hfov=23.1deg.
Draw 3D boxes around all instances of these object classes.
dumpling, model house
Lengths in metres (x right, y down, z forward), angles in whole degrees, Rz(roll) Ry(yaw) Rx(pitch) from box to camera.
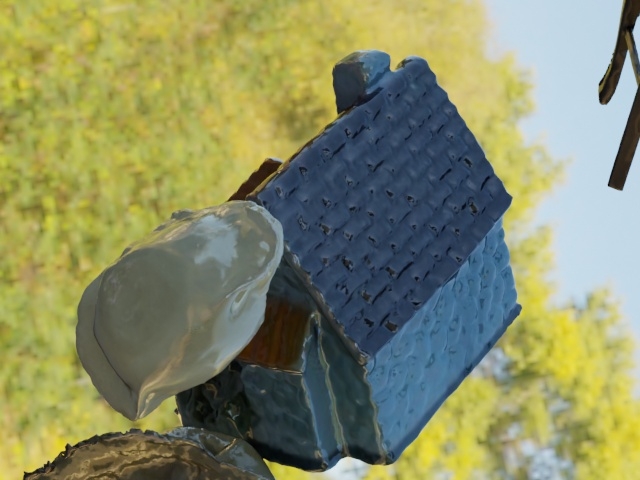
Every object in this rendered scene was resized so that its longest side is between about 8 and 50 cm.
[{"bbox_3d":[-0.156,0.231,1.541,0.086,0.332,0.166,-68,154,-60],"label":"dumpling"},{"bbox_3d":[0.000,0.000,1.621,0.297,0.360,0.339,16,-49,33],"label":"model house"},{"bbox_3d":[-0.131,0.052,1.414,0.132,0.250,0.162,15,37,-54],"label":"dumpling"}]

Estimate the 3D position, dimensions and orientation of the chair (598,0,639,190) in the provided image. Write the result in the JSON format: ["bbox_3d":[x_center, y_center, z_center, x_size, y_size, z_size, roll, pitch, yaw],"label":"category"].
[{"bbox_3d":[0.325,-0.197,1.218,0.186,0.160,0.319,-79,179,-55],"label":"chair"}]
